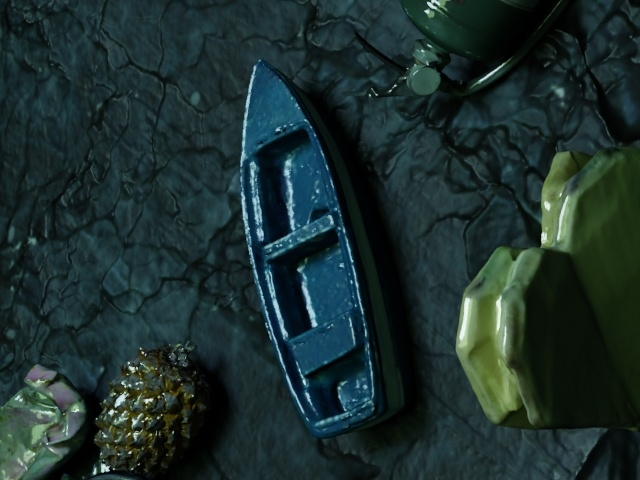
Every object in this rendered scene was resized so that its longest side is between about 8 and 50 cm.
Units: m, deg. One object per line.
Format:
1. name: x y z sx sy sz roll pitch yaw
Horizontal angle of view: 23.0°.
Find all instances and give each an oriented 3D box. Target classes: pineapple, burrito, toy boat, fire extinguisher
1. pineapple: -0.160 0.170 1.295 0.103 0.083 0.221 38 111 21
2. burrito: -0.306 0.218 1.436 0.309 0.066 0.096 -43 60 34
3. toy boat: 0.000 0.000 1.185 0.096 0.061 0.299 -28 68 38
4. fire extinguisher: 0.126 -0.200 1.075 0.294 0.118 0.093 -57 17 22

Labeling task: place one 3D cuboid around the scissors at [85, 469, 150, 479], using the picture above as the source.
1. scissors: -0.238 0.258 1.294 0.300 0.022 0.109 -15 92 32

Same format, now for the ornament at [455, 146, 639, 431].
1. ornament: 0.167 0.054 0.976 0.059 0.201 0.180 0 129 41
